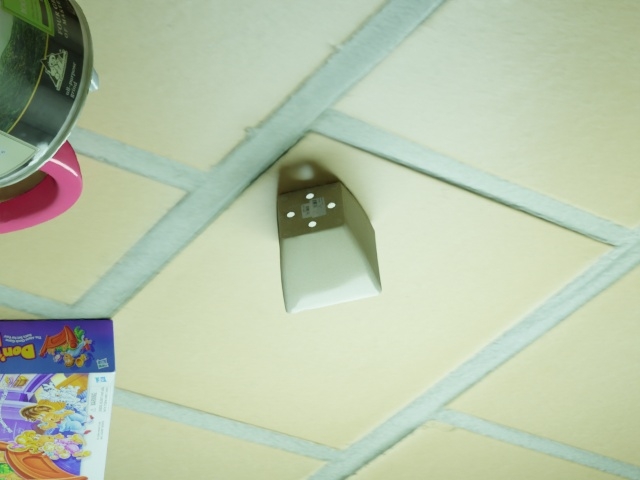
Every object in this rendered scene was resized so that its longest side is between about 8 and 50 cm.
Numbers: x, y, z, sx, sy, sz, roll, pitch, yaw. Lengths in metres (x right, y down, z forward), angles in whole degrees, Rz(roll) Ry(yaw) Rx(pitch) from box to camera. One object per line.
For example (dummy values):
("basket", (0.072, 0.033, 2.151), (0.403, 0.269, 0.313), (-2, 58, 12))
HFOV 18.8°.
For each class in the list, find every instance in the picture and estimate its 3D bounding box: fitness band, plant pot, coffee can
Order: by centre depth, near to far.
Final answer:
("coffee can", (-0.354, -0.176, 1.629), (0.201, 0.202, 0.275), (-25, 153, 23))
("fitness band", (-0.371, -0.061, 1.945), (0.209, 0.054, 0.291), (-32, 153, 24))
("plant pot", (0.000, 0.000, 2.116), (0.109, 0.109, 0.096), (-13, 132, 7))

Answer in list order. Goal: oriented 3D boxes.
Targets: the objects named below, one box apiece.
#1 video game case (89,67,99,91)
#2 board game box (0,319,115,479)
("video game case", (-0.340, -0.190, 1.850), (0.193, 0.023, 0.212), (-15, 143, 10))
("board game box", (-0.379, 0.224, 2.373), (0.233, 0.078, 0.347), (0, 144, -10))
